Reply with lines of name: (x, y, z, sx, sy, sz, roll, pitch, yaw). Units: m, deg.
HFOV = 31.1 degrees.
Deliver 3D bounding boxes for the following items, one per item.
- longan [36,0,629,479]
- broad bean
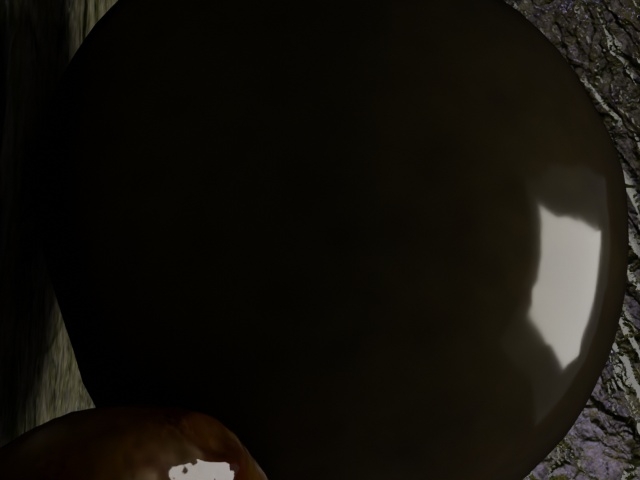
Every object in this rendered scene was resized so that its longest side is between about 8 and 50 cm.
longan: (0.000, 0.000, 0.490, 0.258, 0.258, 0.258, -175, -90, -86)
broad bean: (-0.068, 0.111, 0.377, 0.084, 0.114, 0.165, 48, -37, 29)
